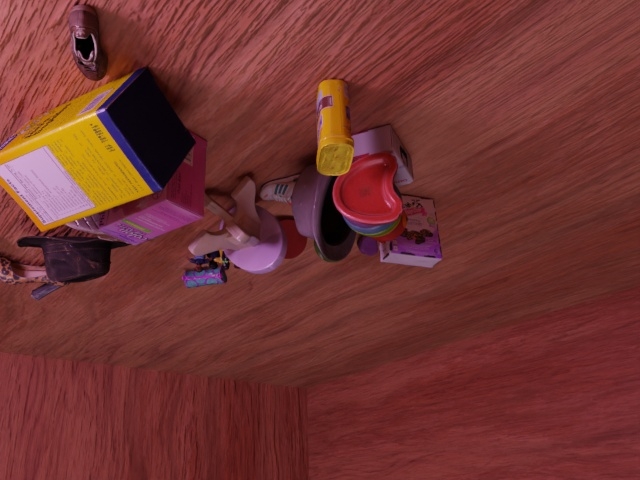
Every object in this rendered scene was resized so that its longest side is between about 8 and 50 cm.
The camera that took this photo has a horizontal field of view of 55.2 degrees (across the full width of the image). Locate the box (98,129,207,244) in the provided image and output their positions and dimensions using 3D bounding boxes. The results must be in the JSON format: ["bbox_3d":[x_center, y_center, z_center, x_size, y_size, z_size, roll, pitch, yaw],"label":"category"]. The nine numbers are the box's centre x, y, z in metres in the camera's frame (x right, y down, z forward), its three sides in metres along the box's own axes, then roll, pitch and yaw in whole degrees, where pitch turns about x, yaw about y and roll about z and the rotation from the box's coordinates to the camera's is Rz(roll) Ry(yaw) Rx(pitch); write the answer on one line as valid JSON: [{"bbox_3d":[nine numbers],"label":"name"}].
[{"bbox_3d":[-0.401,-0.133,1.471,0.243,0.213,0.117,-18,151,32],"label":"box"}]

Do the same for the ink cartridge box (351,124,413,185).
[{"bbox_3d":[0.147,-0.202,1.537,0.127,0.072,0.175,-12,153,21],"label":"ink cartridge box"}]

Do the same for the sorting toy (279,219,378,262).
[{"bbox_3d":[0.000,0.000,1.963,0.366,0.127,0.126,4,-177,-19],"label":"sorting toy"}]

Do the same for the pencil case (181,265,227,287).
[{"bbox_3d":[-0.416,0.133,2.210,0.152,0.064,0.070,-8,170,11],"label":"pencil case"}]

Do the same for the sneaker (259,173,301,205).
[{"bbox_3d":[-0.098,-0.126,1.673,0.161,0.075,0.057,-14,152,24],"label":"sneaker"}]

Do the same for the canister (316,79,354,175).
[{"bbox_3d":[0.028,-0.244,1.322,0.073,0.170,0.126,0,154,-5],"label":"canister"}]

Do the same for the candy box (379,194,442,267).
[{"bbox_3d":[0.252,-0.031,1.765,0.165,0.196,0.070,7,153,-19],"label":"candy box"}]

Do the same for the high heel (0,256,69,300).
[{"bbox_3d":[-0.978,0.088,2.088,0.186,0.093,0.261,-30,137,6],"label":"high heel"}]

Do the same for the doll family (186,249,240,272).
[{"bbox_3d":[-0.336,0.054,1.994,0.193,0.111,0.076,-7,155,10],"label":"doll family"}]

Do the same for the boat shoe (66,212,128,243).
[{"bbox_3d":[-0.616,-0.051,1.741,0.324,0.123,0.116,17,151,-32],"label":"boat shoe"}]

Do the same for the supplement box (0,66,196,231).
[{"bbox_3d":[-0.485,-0.188,1.298,0.357,0.195,0.194,-15,124,24],"label":"supplement box"}]

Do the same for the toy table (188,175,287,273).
[{"bbox_3d":[-0.226,-0.037,1.680,0.274,0.252,0.161,25,171,42],"label":"toy table"}]

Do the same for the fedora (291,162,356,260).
[{"bbox_3d":[0.007,-0.092,1.588,0.124,0.275,0.244,12,-166,30],"label":"fedora"}]

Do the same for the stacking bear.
[{"bbox_3d":[0.143,-0.077,1.546,0.164,0.175,0.289,-10,161,14],"label":"stacking bear"}]

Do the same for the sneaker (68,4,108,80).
[{"bbox_3d":[-0.446,-0.354,1.161,0.066,0.071,0.188,2,154,-9],"label":"sneaker"}]

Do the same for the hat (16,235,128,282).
[{"bbox_3d":[-0.747,0.062,1.873,0.331,0.134,0.331,0,176,0],"label":"hat"}]
